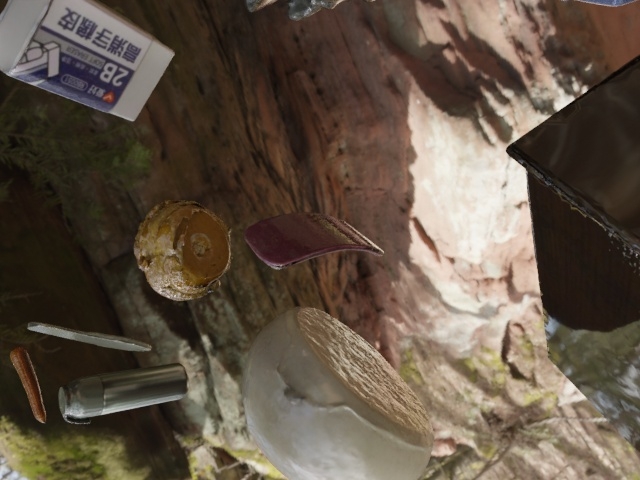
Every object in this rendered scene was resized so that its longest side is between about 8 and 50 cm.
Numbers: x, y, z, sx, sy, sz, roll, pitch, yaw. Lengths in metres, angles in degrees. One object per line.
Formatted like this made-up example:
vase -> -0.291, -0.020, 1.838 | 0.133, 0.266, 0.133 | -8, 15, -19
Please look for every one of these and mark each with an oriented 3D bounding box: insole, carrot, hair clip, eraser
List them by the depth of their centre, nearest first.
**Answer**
hair clip -> 0.001, -0.001, 0.476 | 0.054, 0.137, 0.022 | 42, 120, 34
eraser -> -0.294, -0.239, 0.729 | 0.068, 0.125, 0.210 | 38, -169, 20
insole -> -0.332, 0.142, 0.837 | 0.192, 0.063, 0.010 | 30, -125, -49
carrot -> -0.658, 0.327, 1.294 | 0.190, 0.037, 0.037 | 58, 175, 20

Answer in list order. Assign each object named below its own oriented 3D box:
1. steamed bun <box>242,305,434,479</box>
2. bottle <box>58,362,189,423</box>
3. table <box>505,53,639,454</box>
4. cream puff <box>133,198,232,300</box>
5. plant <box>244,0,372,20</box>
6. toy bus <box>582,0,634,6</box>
steamed bun -> 0.009, 0.235, 0.781 | 0.283, 0.177, 0.283 | 38, -171, -7
bottle -> -0.400, 0.315, 1.179 | 0.079, 0.253, 0.096 | 15, 102, 50
table -> 0.293, 0.014, 0.363 | 0.196, 0.250, 0.282 | 52, 176, 40
cream puff -> -0.172, 0.009, 0.705 | 0.119, 0.104, 0.133 | 49, -146, -32
plant -> 0.044, -0.304, 0.436 | 0.199, 0.275, 0.189 | 87, 168, -72
toy bus -> 0.190, -0.239, 0.351 | 0.076, 0.073, 0.168 | -123, 15, -52
